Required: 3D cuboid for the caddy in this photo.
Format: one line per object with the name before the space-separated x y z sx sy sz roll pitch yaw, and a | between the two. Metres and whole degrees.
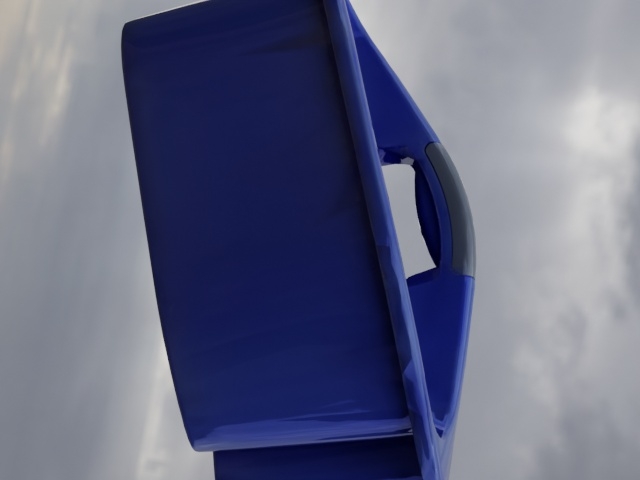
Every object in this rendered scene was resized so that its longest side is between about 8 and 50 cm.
caddy | 0.000 0.000 1.115 0.241 0.179 0.341 78 0 -62
